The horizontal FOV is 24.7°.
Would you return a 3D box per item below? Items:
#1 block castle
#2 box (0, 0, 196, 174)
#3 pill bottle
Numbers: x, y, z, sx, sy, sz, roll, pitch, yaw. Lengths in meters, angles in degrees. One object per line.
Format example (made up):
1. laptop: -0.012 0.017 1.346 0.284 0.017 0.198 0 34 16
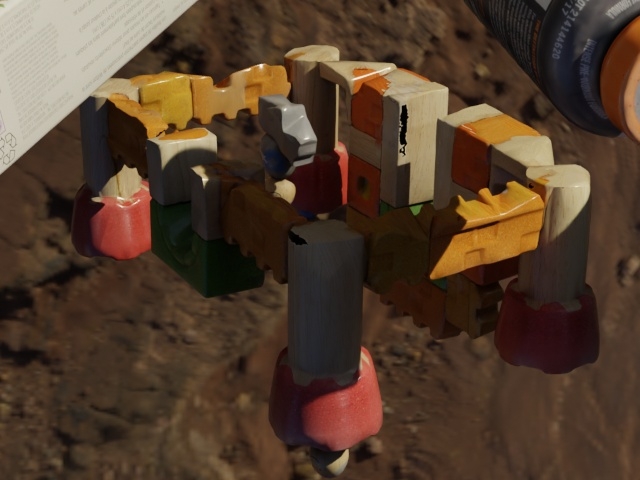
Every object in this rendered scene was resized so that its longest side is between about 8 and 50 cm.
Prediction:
1. block castle: 0.000 0.000 1.250 0.453 0.303 0.213 34 131 51
2. box: -0.107 -0.123 0.677 0.063 0.324 0.067 10 129 24
3. pill bottle: 0.181 -0.150 0.943 0.130 0.130 0.246 -41 35 11
